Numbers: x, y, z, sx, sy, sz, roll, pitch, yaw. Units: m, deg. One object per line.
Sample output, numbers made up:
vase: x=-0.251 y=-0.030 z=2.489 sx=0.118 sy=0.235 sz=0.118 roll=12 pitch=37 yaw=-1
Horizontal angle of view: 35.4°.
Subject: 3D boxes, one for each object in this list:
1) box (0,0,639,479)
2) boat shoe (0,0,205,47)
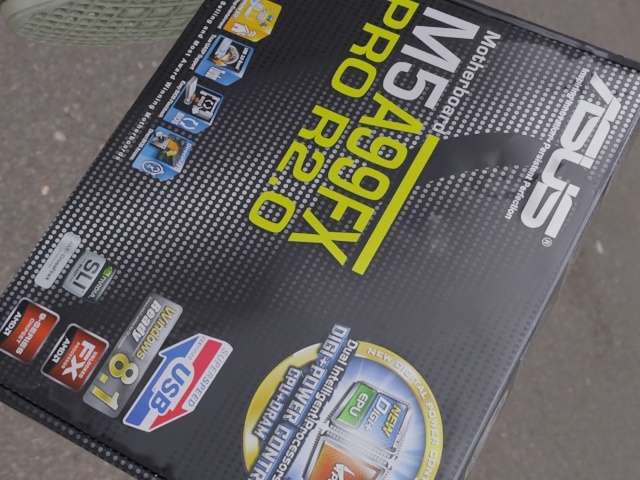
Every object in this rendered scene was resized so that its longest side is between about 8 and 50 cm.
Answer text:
box: x=0.000 y=0.000 z=0.466 sx=0.270 sy=0.216 sz=0.060 roll=-59 pitch=162 yaw=-17
boat shoe: x=-0.035 y=-0.299 z=0.811 sx=0.187 sy=0.500 sz=0.155 roll=21 pitch=45 yaw=-82
